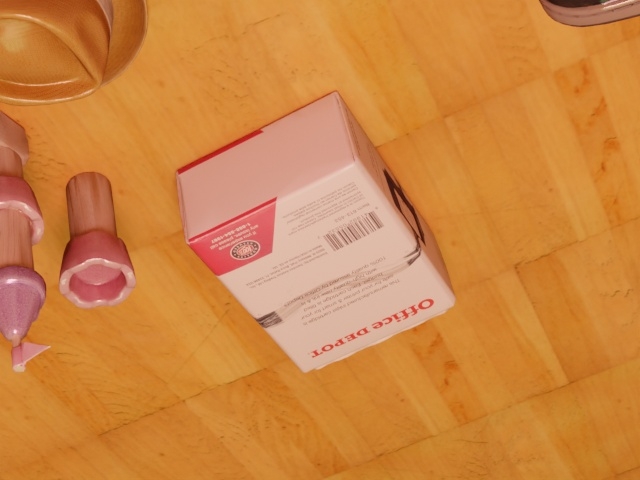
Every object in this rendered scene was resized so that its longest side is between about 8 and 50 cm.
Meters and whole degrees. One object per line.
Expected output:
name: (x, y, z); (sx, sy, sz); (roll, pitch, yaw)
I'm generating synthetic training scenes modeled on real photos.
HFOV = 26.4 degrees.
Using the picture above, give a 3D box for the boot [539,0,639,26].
boot: (0.273, -0.340, 0.949); (0.377, 0.138, 0.284); (-29, 136, 15)

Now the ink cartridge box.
ink cartridge box: (0.000, 0.000, 1.277); (0.172, 0.100, 0.237); (-25, 137, 12)

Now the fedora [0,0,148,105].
fedora: (-0.225, -0.159, 1.054); (0.194, 0.079, 0.194); (-8, 139, -7)

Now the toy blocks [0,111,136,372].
toy blocks: (-0.346, 0.046, 1.111); (0.288, 0.260, 0.309); (-32, 136, 20)
